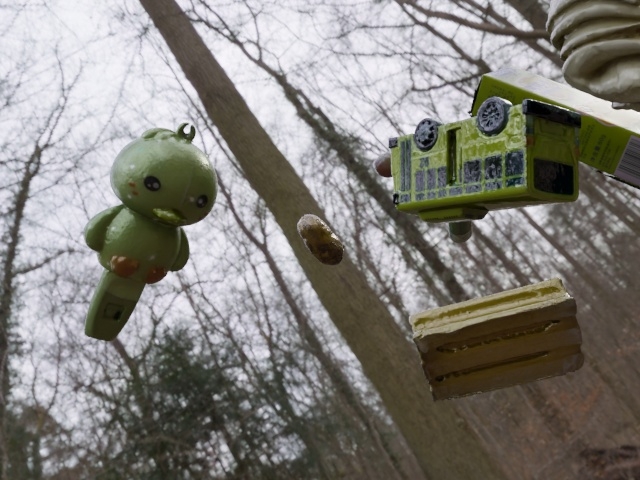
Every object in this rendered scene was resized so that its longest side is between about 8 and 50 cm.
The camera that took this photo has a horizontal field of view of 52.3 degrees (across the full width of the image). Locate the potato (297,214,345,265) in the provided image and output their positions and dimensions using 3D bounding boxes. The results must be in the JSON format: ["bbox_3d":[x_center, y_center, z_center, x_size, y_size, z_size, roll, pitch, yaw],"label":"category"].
[{"bbox_3d":[0.000,0.000,0.908,0.040,0.083,0.051,-40,1,17],"label":"potato"}]

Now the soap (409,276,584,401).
[{"bbox_3d":[0.351,0.201,1.306,0.315,0.091,0.199,-17,-57,10],"label":"soap"}]

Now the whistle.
[{"bbox_3d":[-0.214,-0.007,0.809,0.141,0.141,0.294,21,-95,-57],"label":"whistle"}]

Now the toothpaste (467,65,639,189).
[{"bbox_3d":[0.405,-0.182,1.027,0.110,0.327,0.077,-27,-42,-42],"label":"toothpaste"}]

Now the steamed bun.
[{"bbox_3d":[0.393,-0.225,0.716,0.203,0.289,0.276,-60,4,15],"label":"steamed bun"}]

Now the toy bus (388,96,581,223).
[{"bbox_3d":[0.223,-0.105,0.930,0.128,0.150,0.262,3,-6,-36],"label":"toy bus"}]

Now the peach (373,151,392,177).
[{"bbox_3d":[0.203,-0.226,1.956,0.083,0.083,0.083,-27,-31,-18],"label":"peach"}]

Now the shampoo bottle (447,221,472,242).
[{"bbox_3d":[0.338,-0.067,1.596,0.065,0.065,0.204,-35,-30,-5],"label":"shampoo bottle"}]
